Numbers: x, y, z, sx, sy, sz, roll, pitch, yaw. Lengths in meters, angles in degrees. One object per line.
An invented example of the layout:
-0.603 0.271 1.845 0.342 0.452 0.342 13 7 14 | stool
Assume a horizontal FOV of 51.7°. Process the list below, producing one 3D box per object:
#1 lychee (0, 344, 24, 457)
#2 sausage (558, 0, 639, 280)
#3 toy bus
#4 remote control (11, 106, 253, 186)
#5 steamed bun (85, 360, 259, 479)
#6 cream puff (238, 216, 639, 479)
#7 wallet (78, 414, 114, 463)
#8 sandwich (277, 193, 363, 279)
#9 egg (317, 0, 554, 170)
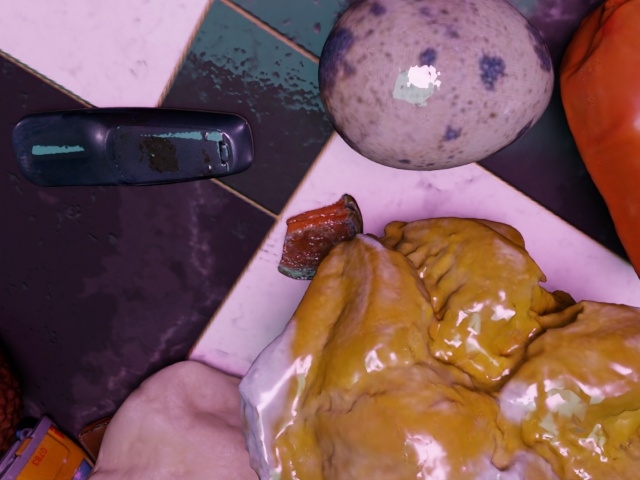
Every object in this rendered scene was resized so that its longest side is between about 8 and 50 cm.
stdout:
-0.407 0.173 0.687 0.194 0.194 0.194 3 118 5 | lychee
0.277 -0.067 0.490 0.141 0.153 0.268 -18 116 28 | sausage
-0.358 0.319 0.785 0.136 0.126 0.209 43 117 -16 | toy bus
-0.171 -0.084 0.599 0.222 0.042 0.072 -1 115 7 | remote control
-0.122 0.311 0.697 0.276 0.203 0.289 24 112 -13 | steamed bun
0.112 0.129 0.570 0.378 0.276 0.378 -5 145 -4 | cream puff
-0.212 0.278 0.805 0.095 0.026 0.176 -23 115 11 | wallet
-0.001 0.004 0.634 0.101 0.026 0.069 -22 114 18 | sandwich
0.088 -0.122 0.495 0.181 0.141 0.141 -1 119 -13 | egg
